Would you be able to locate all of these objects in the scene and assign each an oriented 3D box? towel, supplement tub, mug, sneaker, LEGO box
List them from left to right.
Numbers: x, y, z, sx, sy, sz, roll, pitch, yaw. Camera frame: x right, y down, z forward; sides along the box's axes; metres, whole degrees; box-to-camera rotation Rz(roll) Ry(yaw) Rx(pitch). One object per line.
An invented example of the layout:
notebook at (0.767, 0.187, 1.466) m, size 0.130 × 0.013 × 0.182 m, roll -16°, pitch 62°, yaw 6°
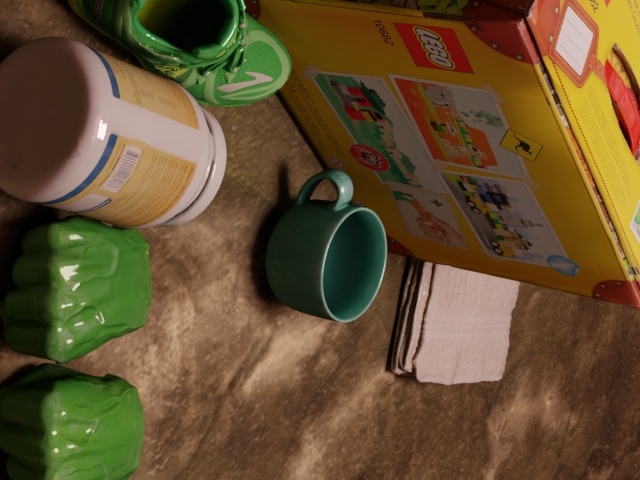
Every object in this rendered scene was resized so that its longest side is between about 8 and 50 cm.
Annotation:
supplement tub at (-0.190, -0.089, 1.373) m, size 0.199 × 0.144 × 0.144 m, roll 18°, pitch 85°, yaw -56°
sneaker at (-0.117, -0.191, 1.457) m, size 0.295 × 0.123 × 0.109 m, roll 24°, pitch 92°, yaw -53°
mug at (0.003, 0.006, 1.728) m, size 0.129 × 0.097 × 0.158 m, roll 29°, pitch 76°, yaw -54°
towel at (0.192, 0.098, 2.076) m, size 0.282 × 0.049 × 0.187 m, roll 5°, pitch 97°, yaw -56°
LEGO box at (0.167, -0.164, 1.666) m, size 0.193 × 0.372 × 0.500 m, roll -61°, pitch 143°, yaw -23°

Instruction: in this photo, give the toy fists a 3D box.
toy fists at (-0.235, 0.115, 1.424) m, size 0.142 × 0.096 × 0.279 m, roll -13°, pitch 110°, yaw -64°
